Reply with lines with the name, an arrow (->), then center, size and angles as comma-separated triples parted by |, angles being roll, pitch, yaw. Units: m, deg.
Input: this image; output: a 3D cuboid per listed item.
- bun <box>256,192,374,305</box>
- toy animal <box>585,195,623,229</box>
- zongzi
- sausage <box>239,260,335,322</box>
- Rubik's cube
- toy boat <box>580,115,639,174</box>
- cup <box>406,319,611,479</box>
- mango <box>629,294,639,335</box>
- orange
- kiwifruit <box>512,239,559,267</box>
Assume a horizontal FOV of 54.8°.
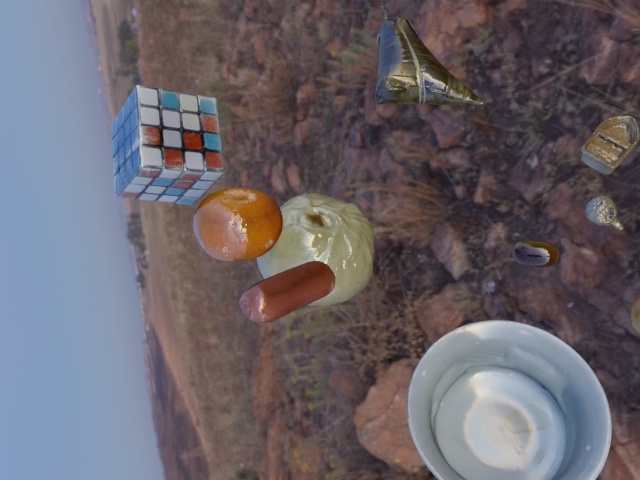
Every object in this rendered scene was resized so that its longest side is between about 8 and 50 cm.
bun -> -0.002, -0.001, 1.760 | 0.202, 0.364, 0.364 | 101, 153, -48
toy animal -> 0.923, -0.089, 2.011 | 0.137, 0.098, 0.098 | 39, 166, -10
zongzi -> 0.249, -0.415, 1.429 | 0.111, 0.240, 0.248 | 100, 174, -64
sausage -> -0.054, 0.089, 1.098 | 0.077, 0.194, 0.077 | 33, 134, 43
Rubik's cube -> -0.453, -0.272, 1.814 | 0.259, 0.253, 0.256 | -28, 65, 50
toy boat -> 0.831, -0.277, 1.760 | 0.116, 0.188, 0.061 | 38, 163, 24
cup -> 0.337, 0.338, 1.144 | 0.163, 0.347, 0.347 | 75, 173, -54
mango -> 0.724, 0.135, 1.266 | 0.115, 0.178, 0.090 | 52, 179, 39
orange -> -0.205, -0.036, 1.554 | 0.224, 0.224, 0.170 | -124, 29, -53
kiwifruit -> 0.596, 0.037, 1.709 | 0.075, 0.124, 0.075 | 9, -90, -75
